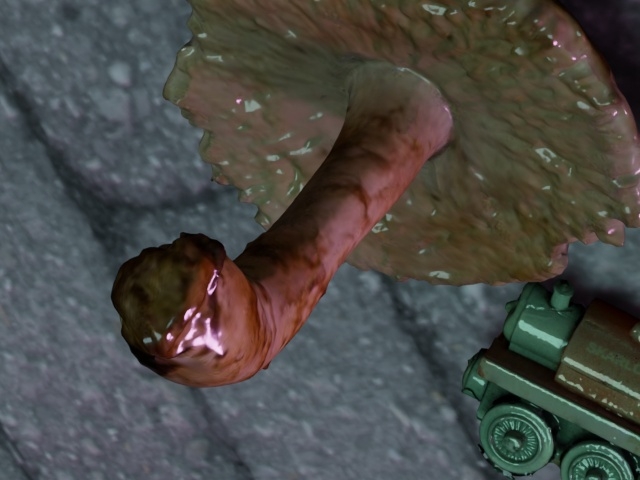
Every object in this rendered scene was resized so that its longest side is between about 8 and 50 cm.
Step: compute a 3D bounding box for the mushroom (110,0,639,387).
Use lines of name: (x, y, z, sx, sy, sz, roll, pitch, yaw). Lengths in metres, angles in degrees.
mushroom: (-0.015, -0.025, 0.841, 0.208, 0.301, 0.233, 48, 145, 27)

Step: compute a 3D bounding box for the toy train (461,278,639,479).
toy train: (0.161, 0.083, 0.965, 0.176, 0.074, 0.118, 28, 122, 14)
